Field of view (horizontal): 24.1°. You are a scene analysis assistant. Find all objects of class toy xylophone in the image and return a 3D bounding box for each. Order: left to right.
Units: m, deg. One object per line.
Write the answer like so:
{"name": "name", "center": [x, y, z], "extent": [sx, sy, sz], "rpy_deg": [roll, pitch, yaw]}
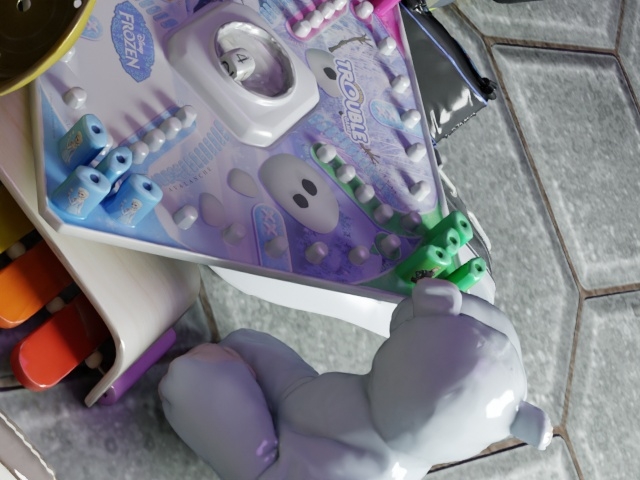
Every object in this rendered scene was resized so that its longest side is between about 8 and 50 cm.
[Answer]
{"name": "toy xylophone", "center": [-0.194, -0.042, 1.152], "extent": [0.236, 0.081, 0.323], "rpy_deg": [-33, 94, -53]}

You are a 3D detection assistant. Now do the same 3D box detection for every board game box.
{"name": "board game box", "center": [-0.054, -0.147, 1.226], "extent": [0.390, 0.050, 0.390], "rpy_deg": [13, 51, -33]}

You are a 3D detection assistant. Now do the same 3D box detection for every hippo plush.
{"name": "hippo plush", "center": [0.030, 0.116, 1.133], "extent": [0.234, 0.236, 0.294], "rpy_deg": [46, 16, 2]}

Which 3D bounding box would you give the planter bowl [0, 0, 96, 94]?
{"name": "planter bowl", "center": [-0.225, -0.178, 1.037], "extent": [0.090, 0.217, 0.217], "rpy_deg": [38, 37, -66]}

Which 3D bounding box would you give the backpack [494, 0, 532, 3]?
{"name": "backpack", "center": [0.254, -0.449, 1.694], "extent": [0.273, 0.290, 0.356], "rpy_deg": [-40, 121, -51]}

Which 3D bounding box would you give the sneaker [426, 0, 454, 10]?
{"name": "sneaker", "center": [0.093, -0.312, 1.596], "extent": [0.300, 0.121, 0.111], "rpy_deg": [4, 85, -55]}

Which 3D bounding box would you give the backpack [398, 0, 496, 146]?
{"name": "backpack", "center": [0.082, -0.186, 1.539], "extent": [0.158, 0.117, 0.173], "rpy_deg": [47, 8, -21]}

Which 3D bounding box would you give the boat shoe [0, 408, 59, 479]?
{"name": "boat shoe", "center": [-0.286, 0.074, 0.951], "extent": [0.324, 0.116, 0.097], "rpy_deg": [41, 45, -17]}

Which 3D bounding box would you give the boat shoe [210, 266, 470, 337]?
{"name": "boat shoe", "center": [0.000, 0.000, 1.348], "extent": [0.301, 0.108, 0.102], "rpy_deg": [21, 19, -26]}

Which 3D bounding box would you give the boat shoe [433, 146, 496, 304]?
{"name": "boat shoe", "center": [0.077, -0.049, 1.450], "extent": [0.306, 0.113, 0.105], "rpy_deg": [45, 37, -25]}
